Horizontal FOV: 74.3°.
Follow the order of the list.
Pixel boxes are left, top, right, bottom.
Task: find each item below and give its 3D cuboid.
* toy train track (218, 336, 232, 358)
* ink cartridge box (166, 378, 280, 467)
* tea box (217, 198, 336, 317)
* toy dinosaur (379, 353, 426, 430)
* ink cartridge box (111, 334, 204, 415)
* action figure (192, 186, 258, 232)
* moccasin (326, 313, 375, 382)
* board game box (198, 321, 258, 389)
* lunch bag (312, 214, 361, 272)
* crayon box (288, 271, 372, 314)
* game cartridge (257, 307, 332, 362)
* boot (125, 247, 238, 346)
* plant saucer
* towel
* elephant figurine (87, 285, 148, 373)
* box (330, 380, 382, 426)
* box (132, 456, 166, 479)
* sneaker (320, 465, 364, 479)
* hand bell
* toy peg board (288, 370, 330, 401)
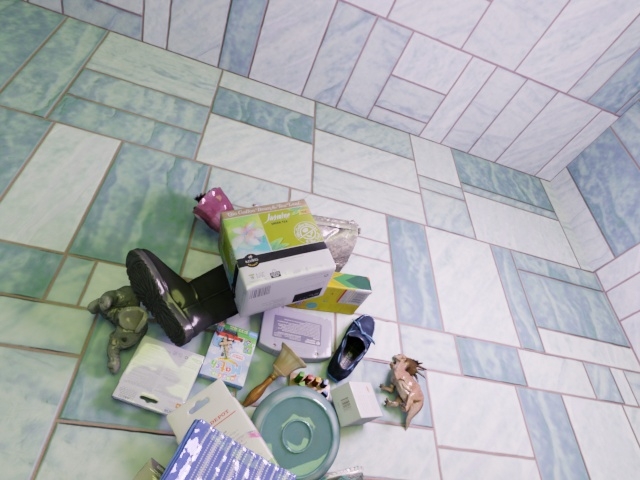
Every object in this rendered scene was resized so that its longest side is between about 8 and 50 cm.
[{"bbox_3d":[-0.338,0.384,1.521,0.048,0.014,0.083,-1,54,-26],"label":"toy train track"},{"bbox_3d":[-0.288,0.630,1.284,0.207,0.119,0.353,-32,69,-18],"label":"ink cartridge box"},{"bbox_3d":[-0.170,0.056,1.533,0.329,0.220,0.323,-12,59,-24],"label":"tea box"},{"bbox_3d":[0.353,0.582,1.682,0.200,0.127,0.295,3,58,-33],"label":"toy dinosaur"},{"bbox_3d":[-0.532,0.454,1.402,0.223,0.045,0.224,23,48,-7],"label":"ink cartridge box"},{"bbox_3d":[-0.394,-0.044,1.802,0.370,0.276,0.248,49,52,-6],"label":"action figure"},{"bbox_3d":[0.152,0.425,1.708,0.138,0.116,0.342,33,47,2],"label":"moccasin"},{"bbox_3d":[-0.330,0.414,1.538,0.160,0.039,0.211,21,48,-10],"label":"board game box"},{"bbox_3d":[0.000,0.000,1.886,0.305,0.256,0.212,8,51,-20],"label":"lunch bag"},{"bbox_3d":[0.026,0.214,1.762,0.319,0.202,0.081,10,49,-19],"label":"crayon box"},{"bbox_3d":[-0.098,0.377,1.673,0.294,0.060,0.196,16,45,-14],"label":"game cartridge"},{"bbox_3d":[-0.430,0.135,1.557,0.445,0.146,0.367,-29,86,-53],"label":"boot"},{"bbox_3d":[-0.080,0.647,1.400,0.318,0.043,0.317,5,69,-14],"label":"plant saucer"},{"bbox_3d":[-0.236,0.638,1.095,0.336,0.040,0.243,32,30,-3],"label":"towel"},{"bbox_3d":[-0.655,0.286,1.430,0.239,0.186,0.169,53,6,7],"label":"elephant figurine"},{"bbox_3d":[0.131,0.591,1.530,0.170,0.091,0.130,29,33,-52],"label":"box"},{"bbox_3d":[-0.367,0.729,1.125,0.307,0.242,0.076,37,47,5],"label":"box"},{"bbox_3d":[0.078,0.804,1.405,0.167,0.065,0.076,0,58,-24],"label":"sneaker"},{"bbox_3d":[-0.176,0.492,1.495,0.126,0.126,0.242,43,71,11],"label":"hand bell"},{"bbox_3d":[-0.033,0.561,1.535,0.161,0.079,0.161,16,49,-13],"label":"toy peg board"}]
